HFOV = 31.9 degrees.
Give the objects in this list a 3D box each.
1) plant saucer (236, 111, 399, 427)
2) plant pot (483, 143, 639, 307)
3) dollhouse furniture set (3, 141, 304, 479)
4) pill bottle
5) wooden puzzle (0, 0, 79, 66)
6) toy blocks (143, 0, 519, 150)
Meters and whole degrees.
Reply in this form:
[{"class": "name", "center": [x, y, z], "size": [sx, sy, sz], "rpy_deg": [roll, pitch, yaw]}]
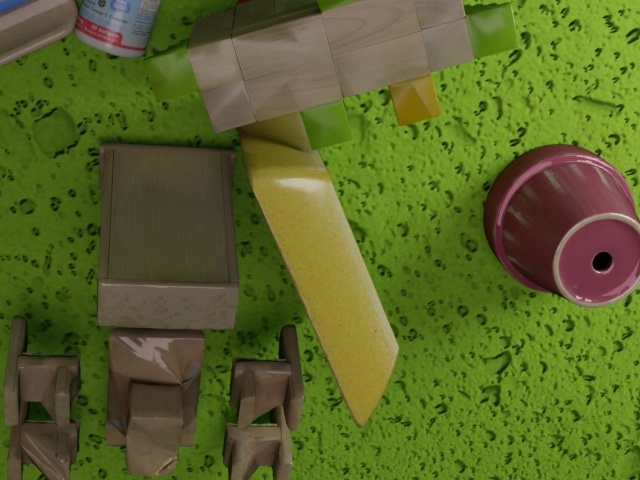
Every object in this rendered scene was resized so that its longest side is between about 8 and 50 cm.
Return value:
[{"class": "plant saucer", "center": [0.000, 0.000, 1.319], "size": [0.081, 0.333, 0.333], "rpy_deg": [-21, 113, 1]}, {"class": "plant pot", "center": [0.332, -0.007, 1.457], "size": [0.201, 0.180, 0.201], "rpy_deg": [-3, 111, -8]}, {"class": "dollhouse furniture set", "center": [-0.208, 0.109, 1.433], "size": [0.362, 0.256, 0.394], "rpy_deg": [2, 132, -10]}, {"class": "pill bottle", "center": [-0.223, -0.299, 1.298], "size": [0.087, 0.087, 0.160], "rpy_deg": [16, 108, -15]}, {"class": "wooden puzzle", "center": [-0.487, -0.327, 1.247], "size": [0.322, 0.080, 0.348], "rpy_deg": [-24, 113, 1]}, {"class": "toy blocks", "center": [0.007, -0.245, 1.279], "size": [0.381, 0.261, 0.191], "rpy_deg": [-15, 114, 4]}]
